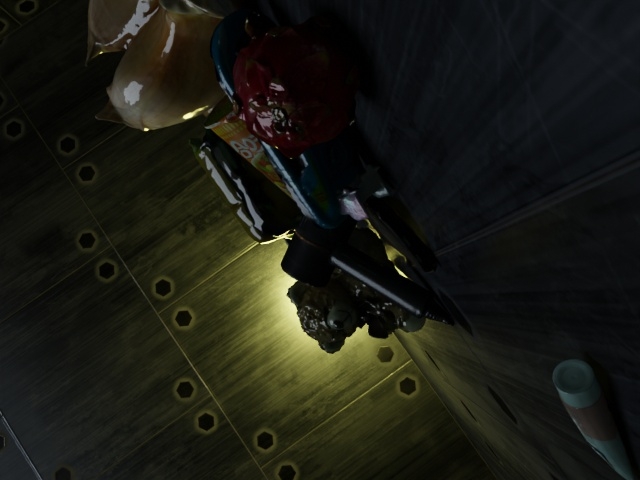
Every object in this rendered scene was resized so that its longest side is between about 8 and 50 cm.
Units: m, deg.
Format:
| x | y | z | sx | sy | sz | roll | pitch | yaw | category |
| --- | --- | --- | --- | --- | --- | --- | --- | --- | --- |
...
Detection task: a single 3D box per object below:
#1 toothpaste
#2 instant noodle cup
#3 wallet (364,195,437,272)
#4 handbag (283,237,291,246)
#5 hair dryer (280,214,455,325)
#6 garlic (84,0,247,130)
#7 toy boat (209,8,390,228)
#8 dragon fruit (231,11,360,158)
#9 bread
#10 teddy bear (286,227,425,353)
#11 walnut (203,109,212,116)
| x | y | z | sx | sy | sz | roll | pitch | yaw | category |
| --- | --- | --- | --- | --- | --- | --- | --- | --- | --- |
| 0.264 | 0.179 | 0.523 | 0.205 | 0.036 | 0.056 | 52 | -179 | -37 | toothpaste |
| -0.057 | -0.162 | 0.843 | 0.185 | 0.168 | 0.168 | 46 | -178 | -25 | instant noodle cup |
| 0.106 | -0.025 | 0.863 | 0.122 | 0.031 | 0.232 | 51 | -179 | -17 | wallet |
| -0.003 | 0.002 | 1.635 | 0.302 | 0.178 | 0.275 | 55 | 178 | -6 | handbag |
| 0.104 | 0.045 | 1.023 | 0.352 | 0.189 | 0.107 | 30 | -166 | 22 | hair dryer |
| -0.240 | -0.330 | 0.832 | 0.286 | 0.249 | 0.313 | 34 | 146 | -16 | garlic |
| -0.018 | -0.164 | 0.704 | 0.092 | 0.134 | 0.299 | -12 | 117 | 47 | toy boat |
| -0.024 | -0.154 | 0.551 | 0.166 | 0.133 | 0.136 | -133 | 50 | -66 | dragon fruit |
| -0.152 | -0.168 | 1.387 | 0.376 | 0.208 | 0.251 | 53 | -138 | 2 | bread |
| 0.062 | 0.123 | 1.188 | 0.267 | 0.256 | 0.156 | 56 | -178 | -9 | teddy bear |
| -0.166 | -0.291 | 1.033 | 0.165 | 0.165 | 0.197 | 57 | -175 | -49 | walnut |
